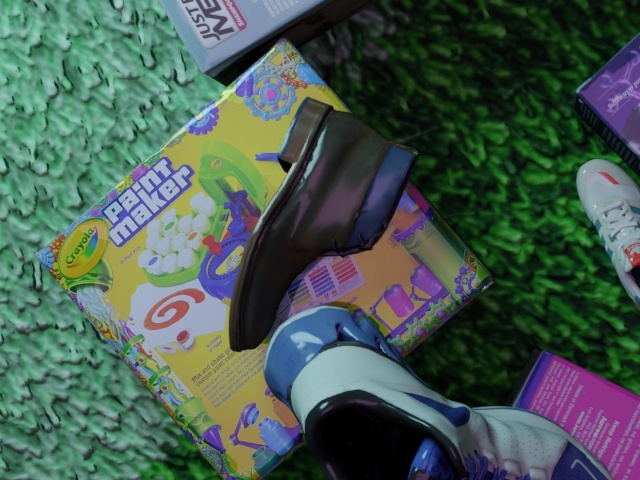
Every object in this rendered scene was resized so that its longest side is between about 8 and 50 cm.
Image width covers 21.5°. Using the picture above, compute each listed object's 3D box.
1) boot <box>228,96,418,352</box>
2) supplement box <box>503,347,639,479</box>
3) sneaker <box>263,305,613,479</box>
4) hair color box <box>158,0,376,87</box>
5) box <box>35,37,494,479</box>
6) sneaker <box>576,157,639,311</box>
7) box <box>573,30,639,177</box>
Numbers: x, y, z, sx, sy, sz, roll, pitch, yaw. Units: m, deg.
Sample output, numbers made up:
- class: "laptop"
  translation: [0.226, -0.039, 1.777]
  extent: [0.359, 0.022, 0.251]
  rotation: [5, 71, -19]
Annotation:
- class: "boot"
  translation: [0.000, 0.000, 1.383]
  extent: [0.106, 0.082, 0.219]
  rotation: [19, 90, 8]
- class: "supplement box"
  translation: [0.271, 0.193, 1.521]
  extent: [0.220, 0.111, 0.114]
  rotation: [28, 89, 3]
- class: "sneaker"
  translation: [0.095, 0.192, 1.354]
  extent: [0.315, 0.182, 0.127]
  rotation: [30, 108, -19]
- class: "hair color box"
  translation: [0.039, -0.281, 1.503]
  extent: [0.374, 0.185, 0.113]
  rotation: [-30, 88, 4]
- class: "box"
  translation: [-0.043, 0.022, 1.515]
  extent: [0.290, 0.177, 0.279]
  rotation: [-40, 87, 4]
- class: "sneaker"
  translation: [0.285, -0.003, 1.538]
  extent: [0.057, 0.075, 0.161]
  rotation: [-25, 88, 4]
- class: "box"
  translation: [0.350, -0.105, 1.511]
  extent: [0.153, 0.108, 0.207]
  rotation: [-44, 82, 3]
